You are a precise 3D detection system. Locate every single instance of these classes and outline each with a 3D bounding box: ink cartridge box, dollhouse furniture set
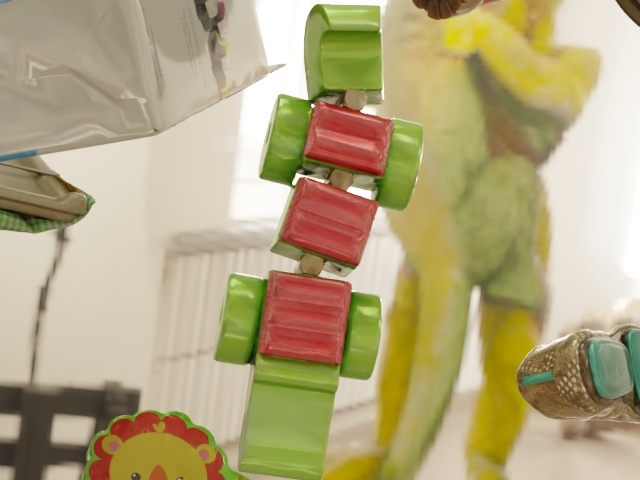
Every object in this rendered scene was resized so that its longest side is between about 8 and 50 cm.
[{"bbox_3d":[-0.088,-0.080,0.672,0.104,0.062,0.181,-8,11,16],"label":"ink cartridge box"},{"bbox_3d":[-0.359,-0.021,1.279,0.301,0.151,0.197,13,13,-27],"label":"dollhouse furniture set"}]

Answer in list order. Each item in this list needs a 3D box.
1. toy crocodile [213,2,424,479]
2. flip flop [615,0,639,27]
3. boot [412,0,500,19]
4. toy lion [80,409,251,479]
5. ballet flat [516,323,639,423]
[{"bbox_3d":[0.000,0.000,1.152,0.115,0.341,0.105,13,-8,-5],"label":"toy crocodile"},{"bbox_3d":[0.159,-0.232,0.825,0.112,0.277,0.080,-11,-13,-33],"label":"flip flop"},{"bbox_3d":[0.057,-0.183,0.797,0.084,0.158,0.059,-19,-13,-35],"label":"boot"},{"bbox_3d":[-0.068,0.130,0.797,0.100,0.096,0.034,13,-36,-11],"label":"toy lion"},{"bbox_3d":[0.192,0.093,1.125,0.067,0.073,0.206,-13,-16,28],"label":"ballet flat"}]
